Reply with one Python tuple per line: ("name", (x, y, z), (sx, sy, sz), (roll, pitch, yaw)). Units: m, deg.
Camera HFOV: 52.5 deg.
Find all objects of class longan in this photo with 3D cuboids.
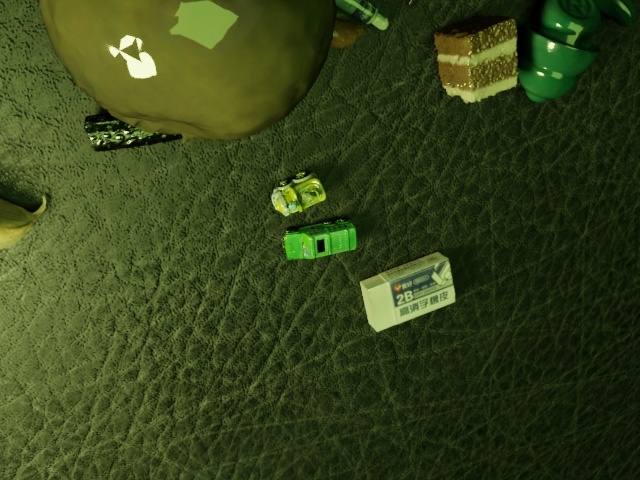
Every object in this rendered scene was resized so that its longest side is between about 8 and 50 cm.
("longan", (-0.194, -0.339, 1.017), (0.435, 0.404, 0.404), (-16, 115, -15))

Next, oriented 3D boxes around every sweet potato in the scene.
("sweet potato", (-0.014, -0.392, 1.254), (0.218, 0.051, 0.065), (-17, 118, -14))

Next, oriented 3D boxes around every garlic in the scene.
("garlic", (-0.625, -0.052, 1.131), (0.245, 0.145, 0.164), (26, 69, -29))

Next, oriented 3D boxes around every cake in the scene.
("cake", (0.326, -0.375, 1.341), (0.134, 0.135, 0.147), (-26, 117, -12))

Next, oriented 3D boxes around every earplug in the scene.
("earplug", (0.539, -0.434, 1.412), (0.257, 0.164, 0.280), (-17, 136, -54))

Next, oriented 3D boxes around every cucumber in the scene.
("cucumber", (-0.283, -0.220, 1.211), (0.300, 0.072, 0.072), (-13, 115, -16))

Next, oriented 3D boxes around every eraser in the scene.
("eraser", (0.208, 0.121, 1.535), (0.210, 0.068, 0.125), (-19, 117, -12))

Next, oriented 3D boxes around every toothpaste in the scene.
("toothpaste", (0.042, -0.472, 1.254), (0.216, 0.037, 0.062), (27, 101, -22))

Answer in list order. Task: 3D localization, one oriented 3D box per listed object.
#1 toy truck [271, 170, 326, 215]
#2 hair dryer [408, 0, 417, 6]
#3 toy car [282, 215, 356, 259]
("toy truck", (-0.045, -0.090, 1.349), (0.111, 0.077, 0.076), (-28, 117, -8))
("hair dryer", (0.264, -0.610, 1.247), (0.189, 0.107, 0.344), (-13, 142, -52))
("toy car", (0.000, 0.000, 1.410), (0.165, 0.062, 0.071), (-12, 115, -16))
